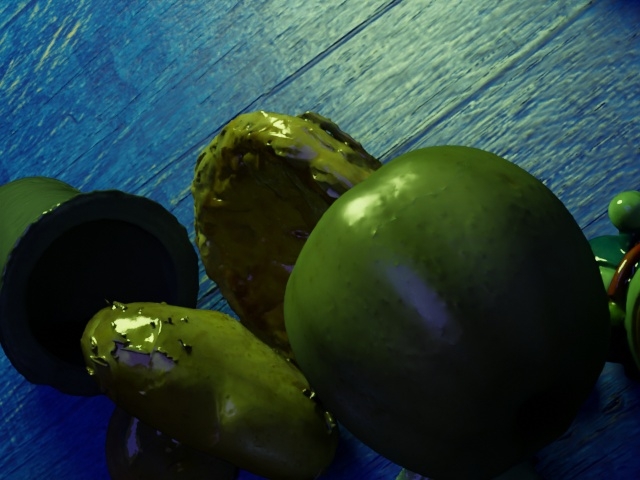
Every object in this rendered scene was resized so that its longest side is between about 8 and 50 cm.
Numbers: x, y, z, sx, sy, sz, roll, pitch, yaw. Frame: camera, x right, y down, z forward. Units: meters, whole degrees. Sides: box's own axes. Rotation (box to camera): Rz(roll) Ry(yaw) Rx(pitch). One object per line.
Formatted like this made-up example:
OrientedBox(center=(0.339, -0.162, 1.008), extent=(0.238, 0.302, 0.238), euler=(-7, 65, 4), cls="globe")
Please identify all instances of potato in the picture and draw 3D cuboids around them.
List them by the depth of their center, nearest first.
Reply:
OrientedBox(center=(-0.116, 0.157, 1.274), extent=(0.300, 0.173, 0.140), euler=(27, 107, 0), cls="potato")
OrientedBox(center=(-0.192, 0.239, 1.375), extent=(0.182, 0.117, 0.202), euler=(16, 81, 32), cls="potato")

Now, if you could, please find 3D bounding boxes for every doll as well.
OrientedBox(center=(0.340, 0.064, 1.060), extent=(0.322, 0.186, 0.198), euler=(16, 115, 44), cls="doll")

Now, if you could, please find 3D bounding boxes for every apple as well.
OrientedBox(center=(0.109, 0.057, 0.997), extent=(0.279, 0.279, 0.279), euler=(-12, 67, 28), cls="apple")

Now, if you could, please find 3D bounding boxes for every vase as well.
OrientedBox(center=(-0.310, 0.025, 1.430), extent=(0.291, 0.245, 0.245), euler=(28, 88, 56), cls="vase")

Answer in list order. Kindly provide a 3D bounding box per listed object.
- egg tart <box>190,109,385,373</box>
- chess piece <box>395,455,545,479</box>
OrientedBox(center=(0.002, -0.002, 1.273), extent=(0.341, 0.341, 0.129), euler=(18, 41, 35), cls="egg tart")
OrientedBox(center=(0.212, 0.300, 1.067), extent=(0.299, 0.194, 0.194), euler=(34, 92, 27), cls="chess piece")
